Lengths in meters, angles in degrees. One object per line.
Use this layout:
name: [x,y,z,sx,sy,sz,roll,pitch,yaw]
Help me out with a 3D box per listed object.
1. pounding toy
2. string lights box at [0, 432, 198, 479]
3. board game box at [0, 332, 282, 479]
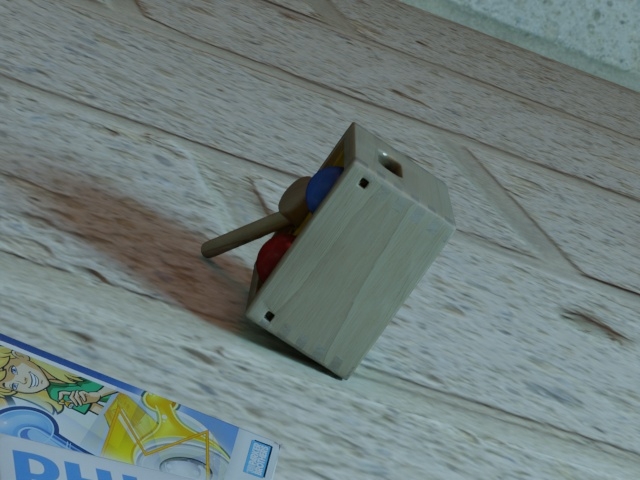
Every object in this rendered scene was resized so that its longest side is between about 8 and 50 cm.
pounding toy: [0.000,0.000,1.140,0.100,0.130,0.141,34,13,-8]
string lights box: [-0.024,0.168,0.464,0.133,0.077,0.260,17,28,-24]
board game box: [-0.095,0.112,0.628,0.136,0.035,0.201,21,31,-5]
